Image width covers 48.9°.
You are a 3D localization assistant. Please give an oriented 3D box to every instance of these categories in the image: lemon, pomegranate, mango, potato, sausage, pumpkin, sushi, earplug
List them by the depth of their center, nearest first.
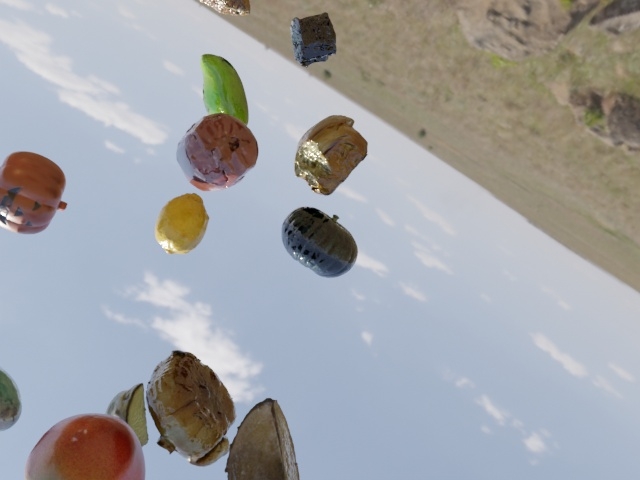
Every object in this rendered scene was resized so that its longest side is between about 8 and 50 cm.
[{"bbox_3d":[-0.098,0.433,1.276,0.100,0.120,0.261,57,-164,-52],"label":"potato"},{"bbox_3d":[-0.453,0.449,1.328,0.221,0.221,0.257,33,-138,1],"label":"pomegranate"},{"bbox_3d":[-0.016,-0.409,1.431,0.084,0.094,0.098,-15,-175,-13],"label":"sushi"},{"bbox_3d":[-0.212,-0.175,1.433,0.152,0.152,0.279,30,172,-15],"label":"sausage"},{"bbox_3d":[-0.317,-0.040,1.620,0.114,0.155,0.114,24,168,5],"label":"lemon"},{"bbox_3d":[-0.470,0.407,1.623,0.120,0.149,0.081,-1,-174,21],"label":"potato"},{"bbox_3d":[-0.788,0.349,1.630,0.324,0.185,0.185,15,177,40],"label":"earplug"},{"bbox_3d":[0.000,0.000,1.646,0.202,0.140,0.202,39,-176,-3],"label":"pumpkin"},{"bbox_3d":[-0.264,-0.395,1.901,0.111,0.125,0.233,-54,-50,-47],"label":"mango"}]

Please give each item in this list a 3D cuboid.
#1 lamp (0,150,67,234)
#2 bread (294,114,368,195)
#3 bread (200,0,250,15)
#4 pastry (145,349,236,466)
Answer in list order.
[{"bbox_3d":[-0.647,-0.103,1.570,0.163,0.188,0.188,21,-164,-25],"label":"lamp"},{"bbox_3d":[0.021,-0.232,1.798,0.149,0.195,0.344,39,-172,-6],"label":"bread"},{"bbox_3d":[-0.259,-0.600,1.624,0.233,0.076,0.105,48,146,-18],"label":"bread"},{"bbox_3d":[-0.247,0.320,1.363,0.229,0.100,0.218,56,-168,19],"label":"pastry"}]
